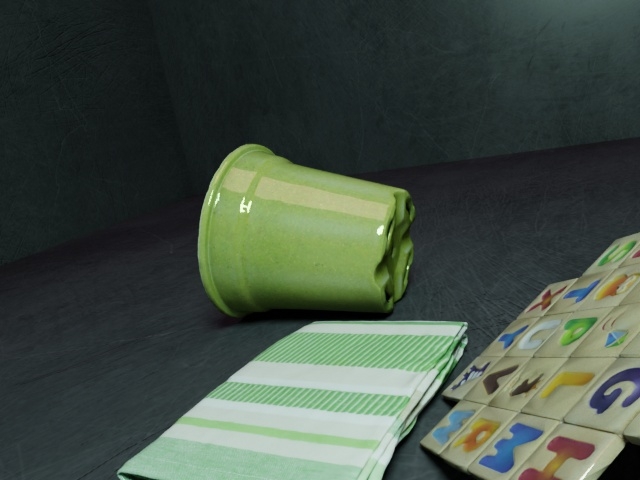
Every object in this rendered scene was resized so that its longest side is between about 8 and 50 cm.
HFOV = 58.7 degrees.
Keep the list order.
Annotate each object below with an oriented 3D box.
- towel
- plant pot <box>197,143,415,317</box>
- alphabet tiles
[{"bbox_3d":[-0.003,0.164,0.593,0.248,0.038,0.325,-4,17,32],"label":"towel"},{"bbox_3d":[0.000,0.000,0.860,0.254,0.275,0.276,7,19,22],"label":"plant pot"},{"bbox_3d":[0.206,0.070,0.425,0.285,0.011,0.342,-41,-4,-12],"label":"alphabet tiles"}]
